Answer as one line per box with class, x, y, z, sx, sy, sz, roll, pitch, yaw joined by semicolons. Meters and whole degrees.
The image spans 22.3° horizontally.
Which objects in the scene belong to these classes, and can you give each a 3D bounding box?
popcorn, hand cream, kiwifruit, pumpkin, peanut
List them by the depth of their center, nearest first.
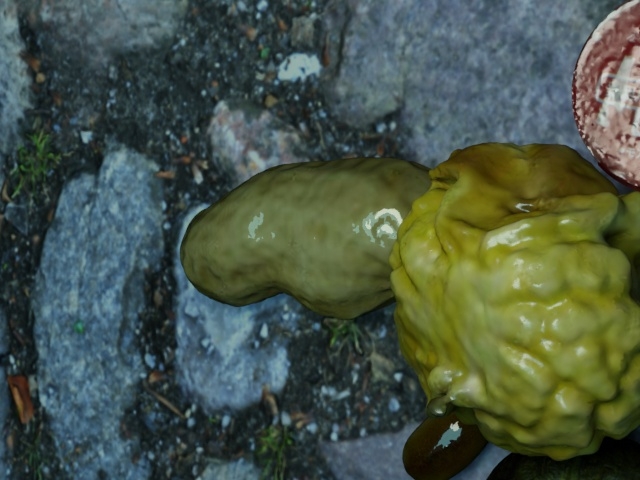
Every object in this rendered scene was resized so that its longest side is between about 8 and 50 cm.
popcorn;0.253;0.058;1.725;0.349;0.382;0.349;34;133;48
hand cream;0.400;-0.159;1.772;0.230;0.149;0.230;1;92;28
pumpkin;0.292;0.300;1.785;0.238;0.238;0.159;-15;56;25
kiwifruit;0.151;0.240;1.936;0.124;0.075;0.075;-42;73;16
peanut;0.000;0.000;1.958;0.387;0.169;0.192;-4;93;29
